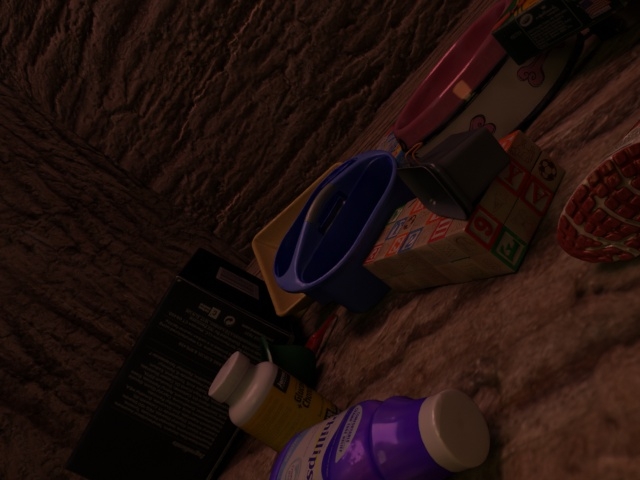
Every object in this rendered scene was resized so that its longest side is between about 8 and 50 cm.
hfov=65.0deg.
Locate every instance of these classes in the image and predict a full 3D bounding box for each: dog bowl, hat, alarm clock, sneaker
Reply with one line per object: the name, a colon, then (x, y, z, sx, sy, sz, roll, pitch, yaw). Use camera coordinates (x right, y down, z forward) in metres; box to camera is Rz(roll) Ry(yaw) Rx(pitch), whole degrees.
dog bowl: (0.313, -0.309, 1.038, 0.408, 0.150, 0.408, -51, 10, 13)
hat: (-0.014, 0.245, 0.968, 0.173, 0.184, 0.208, 123, 137, -68)
alarm clock: (0.494, -0.403, 0.792, 0.192, 0.064, 0.129, -49, 10, 5)
sneaker: (0.309, -0.069, 0.454, 0.225, 0.088, 0.093, -50, -10, 17)

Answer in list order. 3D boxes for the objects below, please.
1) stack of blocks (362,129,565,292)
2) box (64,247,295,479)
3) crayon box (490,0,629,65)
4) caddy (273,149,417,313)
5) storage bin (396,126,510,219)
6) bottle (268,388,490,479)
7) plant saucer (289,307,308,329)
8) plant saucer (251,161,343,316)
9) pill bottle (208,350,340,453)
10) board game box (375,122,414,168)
stack of blocks: (0.196, -0.025, 0.757, 0.171, 0.087, 0.297, -56, 10, -21)
box: (-0.320, 0.309, 1.267, 0.471, 0.298, 0.480, -61, 10, 2)
crayon box: (0.431, -0.444, 0.788, 0.318, 0.081, 0.202, -52, 14, -17)
caddy: (0.047, -0.025, 0.987, 0.241, 0.179, 0.341, 5, 58, 53)
storage bin: (0.165, -0.094, 0.633, 0.091, 0.098, 0.135, -42, 9, -2)
bottle: (0.048, 0.230, 0.526, 0.283, 0.092, 0.118, -44, 10, 44)
plant saucer: (-0.059, 0.156, 1.439, 0.188, 0.045, 0.188, -54, 9, -4)
plant saucer: (0.000, 0.000, 1.251, 0.333, 0.081, 0.332, -41, 38, 9)
pill bottle: (-0.069, 0.246, 0.745, 0.103, 0.184, 0.103, -51, 10, 13)
board game box: (0.231, -0.246, 1.385, 0.308, 0.086, 0.302, -57, 10, -23)
